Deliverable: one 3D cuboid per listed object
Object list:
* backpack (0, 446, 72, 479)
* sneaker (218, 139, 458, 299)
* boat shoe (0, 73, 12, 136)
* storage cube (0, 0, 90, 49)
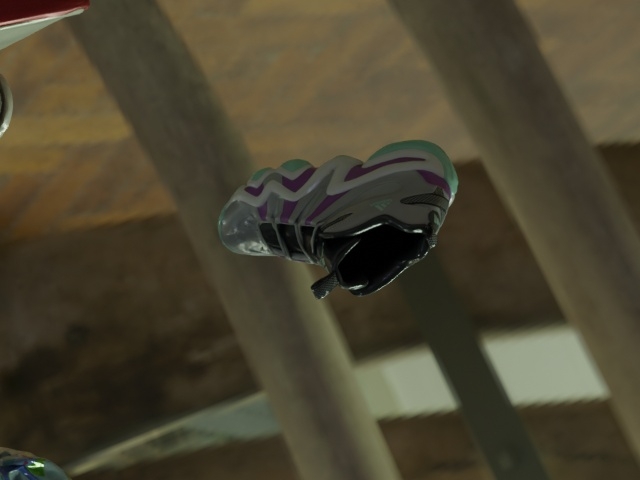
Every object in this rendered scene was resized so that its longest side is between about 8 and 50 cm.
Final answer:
[{"bbox_3d":[-0.228,0.274,1.140,0.273,0.355,0.290,-23,-174,-39],"label":"backpack"},{"bbox_3d":[0.000,0.000,0.644,0.098,0.069,0.038,-17,123,26],"label":"sneaker"},{"bbox_3d":[-0.454,-0.098,1.674,0.324,0.116,0.097,-14,170,12],"label":"boat shoe"},{"bbox_3d":[-0.257,-0.165,0.854,0.183,0.193,0.215,-15,-177,45],"label":"storage cube"}]
